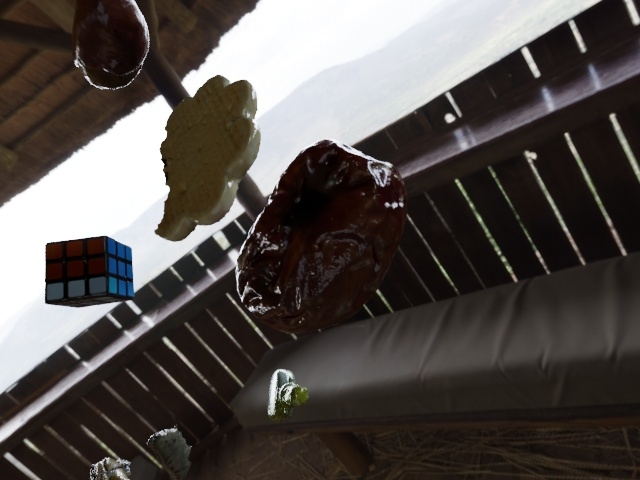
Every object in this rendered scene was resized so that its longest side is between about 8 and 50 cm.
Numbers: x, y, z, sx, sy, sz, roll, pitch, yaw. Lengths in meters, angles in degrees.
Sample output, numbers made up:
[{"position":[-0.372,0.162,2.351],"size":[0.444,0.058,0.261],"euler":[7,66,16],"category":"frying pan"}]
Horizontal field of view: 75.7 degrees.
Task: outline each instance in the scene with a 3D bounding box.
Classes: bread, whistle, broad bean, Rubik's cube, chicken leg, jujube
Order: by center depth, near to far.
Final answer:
[{"position":[-0.147,-0.120,0.544],"size":[0.182,0.039,0.250],"euler":[-26,55,23],"category":"bread"},{"position":[0.001,0.002,0.795],"size":[0.276,0.277,0.376],"euler":[-84,17,-71],"category":"jujube"},{"position":[-0.063,0.311,0.828],"size":[0.198,0.057,0.104],"euler":[137,142,-61],"category":"whistle"},{"position":[-0.455,-0.433,0.892],"size":[0.156,0.122,0.228],"euler":[-46,-15,-50],"category":"broad bean"},{"position":[-0.607,0.086,1.095],"size":[0.163,0.160,0.162],"euler":[-7,-12,-6],"category":"Rubik's cube"},{"position":[-0.585,0.677,1.176],"size":[0.196,0.125,0.080],"euler":[-9,52,49],"category":"chicken leg"}]

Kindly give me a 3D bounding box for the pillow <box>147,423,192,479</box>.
[{"position":[-0.413,0.595,1.164],"size":[0.051,0.241,0.093],"euler":[10,40,26],"category":"pillow"}]

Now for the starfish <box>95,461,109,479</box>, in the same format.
[{"position":[-0.452,0.659,0.920],"size":[0.084,0.294,0.301],"euler":[-50,18,25],"category":"starfish"}]
